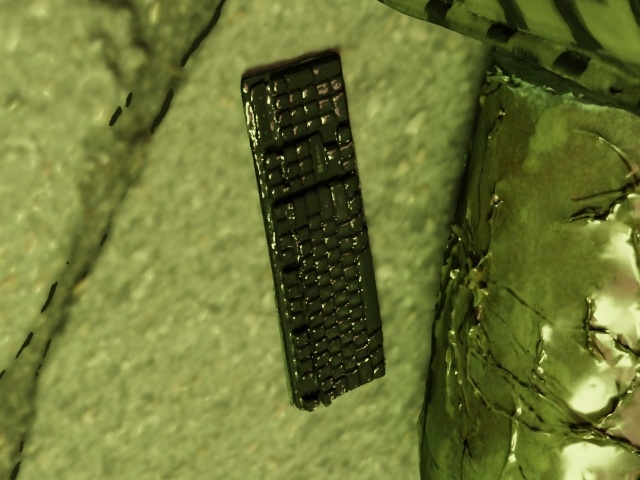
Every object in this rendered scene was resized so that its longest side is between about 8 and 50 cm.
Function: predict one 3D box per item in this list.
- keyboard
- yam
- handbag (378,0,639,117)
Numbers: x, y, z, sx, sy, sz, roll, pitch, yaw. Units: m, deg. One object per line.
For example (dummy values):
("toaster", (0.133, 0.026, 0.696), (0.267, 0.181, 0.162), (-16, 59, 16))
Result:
("keyboard", (0.000, 0.000, 0.817), (0.072, 0.023, 0.231), (-19, 117, -22))
("yam", (0.183, 0.052, 0.811), (0.241, 0.241, 0.348), (-5, 108, -25))
("handbag", (0.205, -0.171, 0.676), (0.325, 0.327, 0.163), (-6, 116, -23))
